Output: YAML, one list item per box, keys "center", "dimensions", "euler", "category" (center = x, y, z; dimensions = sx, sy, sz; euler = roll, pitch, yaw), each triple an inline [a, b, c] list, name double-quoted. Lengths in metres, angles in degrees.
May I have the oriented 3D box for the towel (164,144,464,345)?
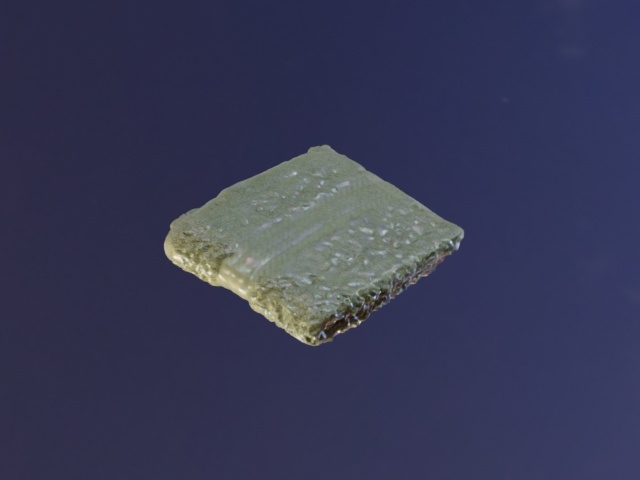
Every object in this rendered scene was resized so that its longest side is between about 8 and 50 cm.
- center: [0.000, 0.000, 0.791]
  dimensions: [0.148, 0.110, 0.027]
  euler: [-32, -34, -49]
  category: "towel"
